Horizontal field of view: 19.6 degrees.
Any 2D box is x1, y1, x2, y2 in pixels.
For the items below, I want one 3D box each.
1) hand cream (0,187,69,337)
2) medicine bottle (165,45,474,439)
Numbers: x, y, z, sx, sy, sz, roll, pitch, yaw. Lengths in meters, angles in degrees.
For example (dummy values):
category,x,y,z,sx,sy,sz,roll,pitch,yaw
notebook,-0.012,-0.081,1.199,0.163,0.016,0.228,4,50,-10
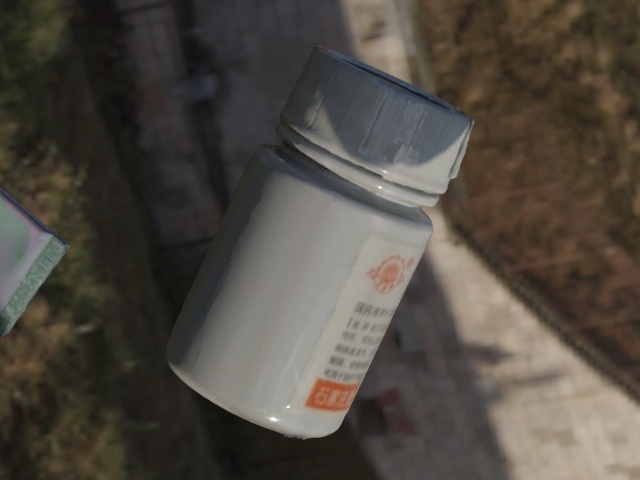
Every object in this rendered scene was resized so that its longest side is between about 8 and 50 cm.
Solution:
category,x,y,z,sx,sy,sz,roll,pitch,yaw
hand cream,-0.297,-0.046,1.284,0.050,0.275,0.079,-32,156,-49
medicine bottle,0.000,0.000,1.298,0.252,0.144,0.144,-67,170,11
